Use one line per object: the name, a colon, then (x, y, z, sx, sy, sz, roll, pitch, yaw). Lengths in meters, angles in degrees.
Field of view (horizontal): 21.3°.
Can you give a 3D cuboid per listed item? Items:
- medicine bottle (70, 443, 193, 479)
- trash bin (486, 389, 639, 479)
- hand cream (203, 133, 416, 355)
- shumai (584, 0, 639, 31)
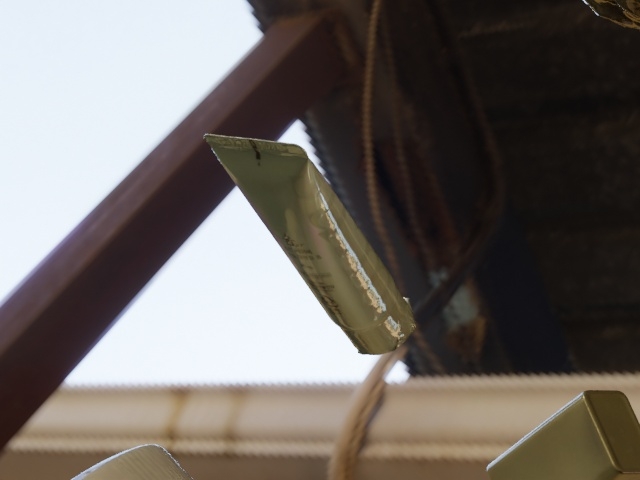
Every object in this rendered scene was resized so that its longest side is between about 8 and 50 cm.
medicine bottle: (-0.046, 0.277, 0.824, 0.332, 0.190, 0.190, 49, -44, 8)
trash bin: (0.144, 0.131, 0.971, 0.092, 0.043, 0.061, -51, -132, 41)
hand cream: (0.000, 0.000, 1.090, 0.078, 0.050, 0.205, 11, -30, 37)
shumai: (0.249, -0.126, 0.865, 0.288, 0.330, 0.292, 96, -29, -49)
